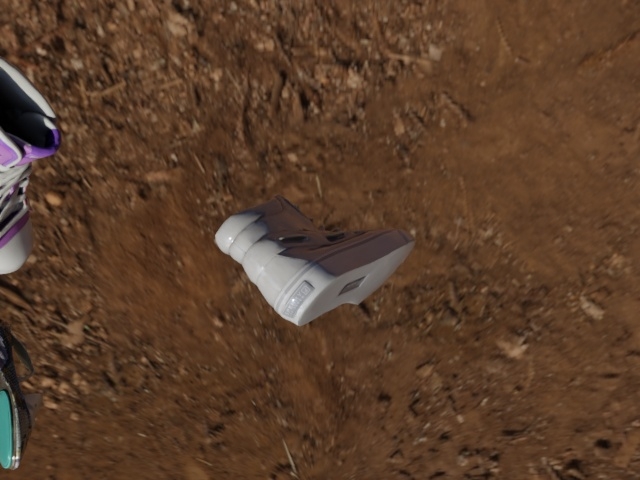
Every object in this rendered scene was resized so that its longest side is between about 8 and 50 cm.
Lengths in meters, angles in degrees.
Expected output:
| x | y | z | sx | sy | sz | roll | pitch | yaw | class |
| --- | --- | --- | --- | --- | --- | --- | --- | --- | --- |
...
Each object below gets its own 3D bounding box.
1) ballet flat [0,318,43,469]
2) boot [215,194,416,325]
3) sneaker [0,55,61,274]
| x | y | z | sx | sy | sz | roll | pitch | yaw | class |
| --- | --- | --- | --- | --- | --- | --- | --- | --- | --- |
| -0.221 | 0.107 | 0.785 | 0.041 | 0.041 | 0.114 | -20 | 71 | -5 | ballet flat |
| 0.000 | 0.000 | 1.075 | 0.123 | 0.258 | 0.095 | 43 | 110 | 14 | boot |
| -0.301 | -0.061 | 1.013 | 0.161 | 0.282 | 0.102 | 13 | 51 | 25 | sneaker |
